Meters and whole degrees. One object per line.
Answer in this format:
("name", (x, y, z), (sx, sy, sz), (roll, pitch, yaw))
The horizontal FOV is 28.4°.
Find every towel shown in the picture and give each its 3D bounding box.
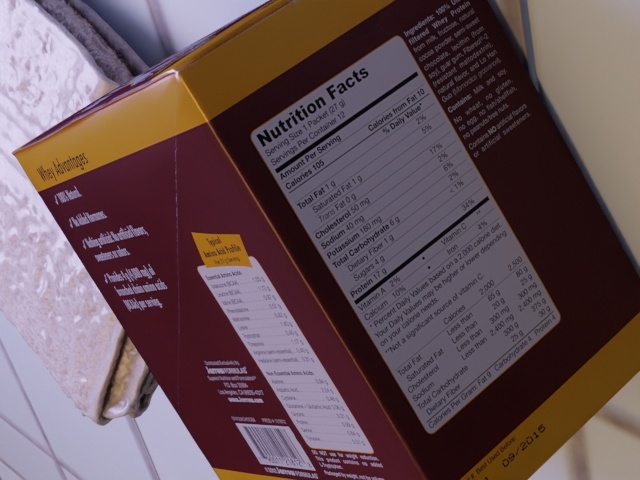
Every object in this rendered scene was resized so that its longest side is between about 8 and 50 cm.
("towel", (-0.163, -0.044, 0.726), (0.282, 0.049, 0.187), (43, 124, 27))

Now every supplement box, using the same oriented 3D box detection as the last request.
("supplement box", (0.000, 0.000, 0.532), (0.194, 0.129, 0.191), (59, 152, -11))
